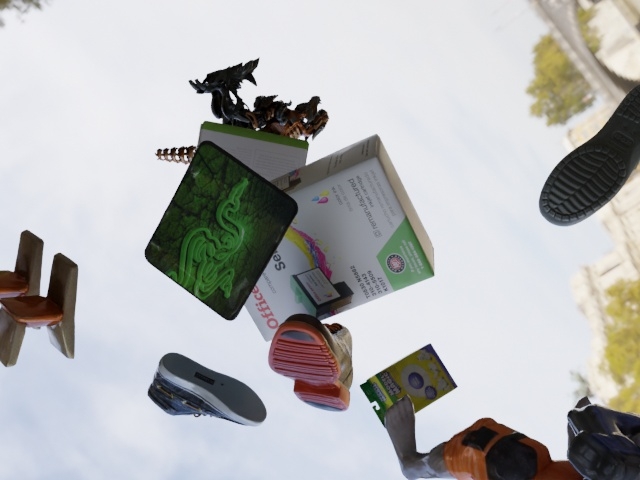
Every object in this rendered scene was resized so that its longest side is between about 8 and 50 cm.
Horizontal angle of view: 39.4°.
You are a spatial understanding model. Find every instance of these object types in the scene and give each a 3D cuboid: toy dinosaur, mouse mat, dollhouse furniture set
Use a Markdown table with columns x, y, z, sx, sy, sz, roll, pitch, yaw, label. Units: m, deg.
| x | y | z | sx | sy | sz | roll | pitch | yaw | label |
| --- | --- | --- | --- | --- | --- | --- | --- | --- | --- |
| -0.143 | -0.218 | 1.673 | 0.322 | 0.164 | 0.218 | -28 | -73 | -37 | toy dinosaur |
| -0.128 | -0.010 | 1.115 | 0.153 | 0.189 | 0.007 | 35 | -157 | 11 | mouse mat |
| -0.377 | 0.018 | 0.780 | 0.262 | 0.135 | 0.259 | -3 | -162 | -40 | dollhouse furniture set |

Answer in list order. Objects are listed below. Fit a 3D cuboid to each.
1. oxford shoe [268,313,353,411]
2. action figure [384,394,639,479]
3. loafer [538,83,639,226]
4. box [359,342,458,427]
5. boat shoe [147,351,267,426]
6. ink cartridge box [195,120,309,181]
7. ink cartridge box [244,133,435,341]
| x | y | z | sx | sy | sz | roll | pitch | yaw | label |
| --- | --- | --- | --- | --- | --- | --- | --- | --- | --- |
| -0.007 | 0.146 | 1.213 | 0.271 | 0.097 | 0.098 | 75 | -154 | -61 | oxford shoe |
| 0.241 | 0.209 | 0.627 | 0.341 | 0.178 | 0.330 | 19 | -177 | -23 | action figure |
| 0.422 | -0.115 | 1.308 | 0.094 | 0.251 | 0.087 | 45 | -178 | 20 | loafer |
| 0.167 | 0.279 | 1.712 | 0.179 | 0.043 | 0.105 | -24 | -104 | -33 | box |
| -0.174 | 0.245 | 1.370 | 0.183 | 0.083 | 0.065 | 30 | -146 | -1 | boat shoe |
| -0.138 | -0.061 | 1.552 | 0.189 | 0.255 | 0.097 | 10 | 175 | -10 | ink cartridge box |
| 0.000 | 0.000 | 1.305 | 0.201 | 0.278 | 0.117 | 62 | -164 | -19 | ink cartridge box |
